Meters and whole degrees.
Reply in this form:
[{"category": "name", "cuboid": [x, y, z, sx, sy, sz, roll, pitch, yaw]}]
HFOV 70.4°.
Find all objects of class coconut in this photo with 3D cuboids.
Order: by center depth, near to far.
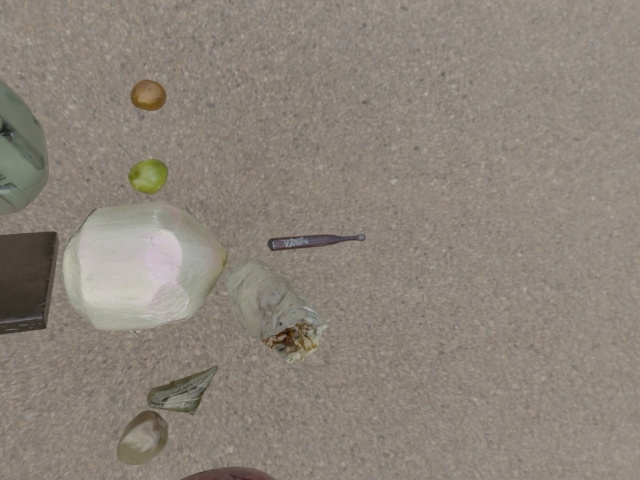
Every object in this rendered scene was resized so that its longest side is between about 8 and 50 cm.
[{"category": "coconut", "cuboid": [-0.209, 0.035, 0.569, 0.183, 0.171, 0.170, 0, 83, -6]}]

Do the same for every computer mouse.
[{"category": "computer mouse", "cuboid": [-0.673, -0.190, 0.959, 0.146, 0.429, 0.228, 8, 67, -12]}]

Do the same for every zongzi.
[{"category": "zongzi", "cuboid": [-0.407, 0.427, 1.335, 0.160, 0.078, 0.176, 20, 109, -38]}]

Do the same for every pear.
[{"category": "pear", "cuboid": [-0.424, -0.158, 1.127, 0.097, 0.092, 0.092, -32, 93, -17]}]

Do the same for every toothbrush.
[{"category": "toothbrush", "cuboid": [0.000, 0.000, 1.425, 0.364, 0.041, 0.040, -5, 85, -35]}]

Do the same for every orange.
[{"category": "orange", "cuboid": [-0.417, -0.351, 1.101, 0.085, 0.085, 0.084, 2, 83, -16]}]

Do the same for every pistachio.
[{"category": "pistachio", "cuboid": [-0.456, 0.511, 1.160, 0.126, 0.185, 0.108, -10, 50, -47]}]

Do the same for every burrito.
[{"category": "burrito", "cuboid": [-0.099, 0.113, 0.837, 0.117, 0.392, 0.076, -41, 116, -9]}]

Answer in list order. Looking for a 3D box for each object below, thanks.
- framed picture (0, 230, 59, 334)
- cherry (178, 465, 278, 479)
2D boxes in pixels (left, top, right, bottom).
[{"category": "framed picture", "cuboid": [-0.404, 0.050, 0.562, 0.128, 0.168, 0.023, -5, 129, -21]}, {"category": "cherry", "cuboid": [-0.123, 0.422, 0.577, 0.286, 0.236, 0.212, -9, 123, 18]}]
